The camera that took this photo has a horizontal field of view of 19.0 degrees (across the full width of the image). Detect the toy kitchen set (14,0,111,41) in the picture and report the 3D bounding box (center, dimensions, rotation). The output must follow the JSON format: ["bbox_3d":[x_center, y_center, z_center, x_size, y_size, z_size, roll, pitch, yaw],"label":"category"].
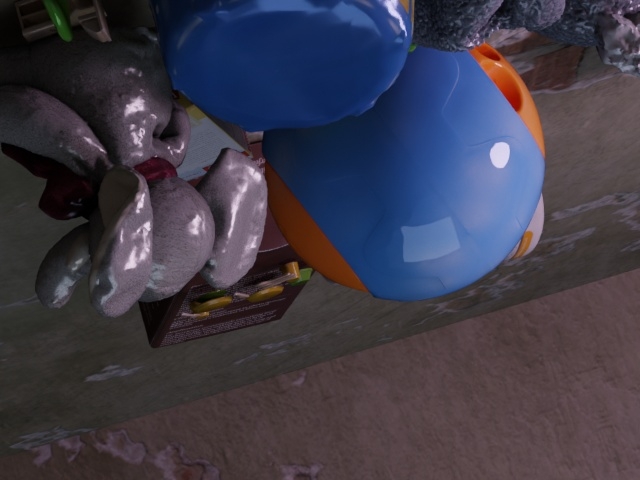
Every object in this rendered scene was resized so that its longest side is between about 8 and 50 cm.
[{"bbox_3d":[-0.221,-0.191,1.615,0.075,0.068,0.083,-18,166,3],"label":"toy kitchen set"}]

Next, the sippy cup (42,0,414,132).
[{"bbox_3d":[-0.029,-0.207,1.328,0.240,0.224,0.305,23,138,-38],"label":"sippy cup"}]

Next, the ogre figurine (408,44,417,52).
[{"bbox_3d":[-0.001,-0.191,1.773,0.097,0.118,0.197,-12,167,-38],"label":"ogre figurine"}]

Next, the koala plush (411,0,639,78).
[{"bbox_3d":[0.173,-0.213,1.469,0.221,0.196,0.203,19,116,-38],"label":"koala plush"}]

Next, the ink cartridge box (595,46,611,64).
[{"bbox_3d":[0.409,-0.263,1.558,0.304,0.072,0.307,3,133,-16],"label":"ink cartridge box"}]

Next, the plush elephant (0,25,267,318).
[{"bbox_3d":[-0.189,-0.049,1.716,0.330,0.255,0.272,-12,171,33],"label":"plush elephant"}]

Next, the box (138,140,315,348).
[{"bbox_3d":[-0.116,0.007,2.366,0.191,0.143,0.381,-12,167,-17],"label":"box"}]

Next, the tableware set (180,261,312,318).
[{"bbox_3d":[-0.088,0.058,2.275,0.154,0.024,0.104,-22,168,16],"label":"tableware set"}]

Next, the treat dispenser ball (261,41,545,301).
[{"bbox_3d":[0.083,-0.083,1.937,0.288,0.288,0.288,-16,166,-4],"label":"treat dispenser ball"}]

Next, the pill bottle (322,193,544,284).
[{"bbox_3d":[0.132,-0.033,2.454,0.278,0.162,0.162,-11,165,-21],"label":"pill bottle"}]

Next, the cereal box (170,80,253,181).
[{"bbox_3d":[-0.184,-0.105,2.033,0.173,0.047,0.240,-19,166,8],"label":"cereal box"}]
